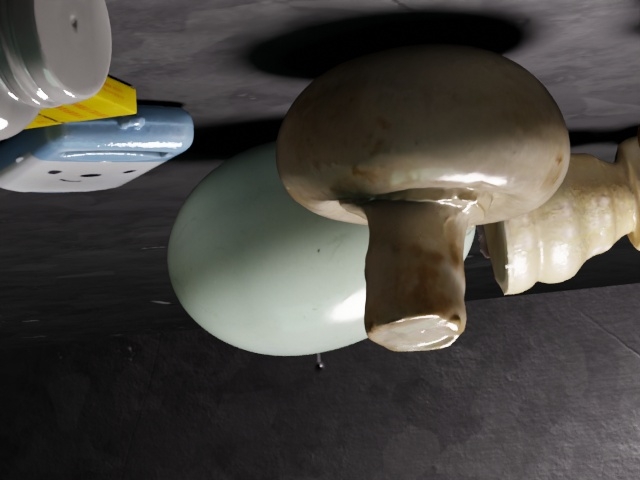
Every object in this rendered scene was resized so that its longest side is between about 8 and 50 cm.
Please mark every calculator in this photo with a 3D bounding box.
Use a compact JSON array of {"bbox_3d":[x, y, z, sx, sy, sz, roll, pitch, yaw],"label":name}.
[{"bbox_3d":[-0.181,-0.072,1.492,0.121,0.039,0.210,-3,172,-27],"label":"calculator"}]

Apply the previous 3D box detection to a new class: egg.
[{"bbox_3d":[0.000,0.000,1.604,0.264,0.183,0.183,-14,171,12],"label":"egg"}]

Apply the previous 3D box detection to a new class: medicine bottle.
[{"bbox_3d":[-0.211,-0.098,0.994,0.191,0.107,0.107,-7,172,23],"label":"medicine bottle"}]

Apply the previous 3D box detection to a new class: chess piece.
[{"bbox_3d":[0.275,-0.042,1.732,0.260,0.143,0.143,-11,173,-4],"label":"chess piece"}]

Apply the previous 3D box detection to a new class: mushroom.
[{"bbox_3d":[0.081,-0.043,1.320,0.206,0.209,0.206,-27,162,-9],"label":"mushroom"}]

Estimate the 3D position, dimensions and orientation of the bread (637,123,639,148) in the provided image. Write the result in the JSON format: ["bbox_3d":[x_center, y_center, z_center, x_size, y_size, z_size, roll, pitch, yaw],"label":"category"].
[{"bbox_3d":[0.323,-0.085,1.283,0.232,0.135,0.246,-13,171,-22],"label":"bread"}]

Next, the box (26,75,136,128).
[{"bbox_3d":[-0.217,-0.095,1.351,0.155,0.023,0.087,-7,175,16],"label":"box"}]
